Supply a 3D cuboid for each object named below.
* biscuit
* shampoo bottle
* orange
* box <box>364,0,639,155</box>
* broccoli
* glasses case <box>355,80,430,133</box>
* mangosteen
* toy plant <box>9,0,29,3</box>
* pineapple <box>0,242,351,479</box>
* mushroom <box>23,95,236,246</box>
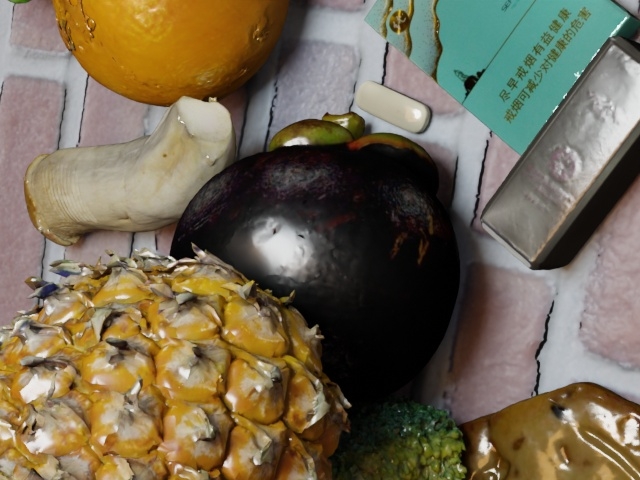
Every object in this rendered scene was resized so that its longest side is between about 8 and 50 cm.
[{"bbox_3d":[0.238,0.307,1.291,0.359,0.046,0.359,0,89,32],"label":"biscuit"},{"bbox_3d":[0.248,-0.089,1.258,0.080,0.079,0.246,43,111,23],"label":"shampoo bottle"},{"bbox_3d":[-0.146,-0.255,1.405,0.246,0.246,0.246,0,91,31],"label":"orange"},{"bbox_3d":[0.166,-0.207,1.324,0.229,0.041,0.162,44,111,26],"label":"box"},{"bbox_3d":[0.047,0.247,1.336,0.219,0.194,0.194,-30,75,15],"label":"broccoli"},{"bbox_3d":[0.072,-0.133,1.398,0.083,0.021,0.032,27,105,28],"label":"glasses case"},{"bbox_3d":[0.000,0.000,1.331,0.275,0.275,0.302,-9,52,31],"label":"mangosteen"},{"bbox_3d":[-0.289,-0.392,1.537,0.316,0.184,0.224,-35,52,38],"label":"toy plant"},{"bbox_3d":[-0.148,0.170,1.128,0.352,0.300,0.352,18,138,17],"label":"pineapple"},{"bbox_3d":[-0.199,-0.065,1.471,0.351,0.095,0.123,-16,115,48],"label":"mushroom"}]
